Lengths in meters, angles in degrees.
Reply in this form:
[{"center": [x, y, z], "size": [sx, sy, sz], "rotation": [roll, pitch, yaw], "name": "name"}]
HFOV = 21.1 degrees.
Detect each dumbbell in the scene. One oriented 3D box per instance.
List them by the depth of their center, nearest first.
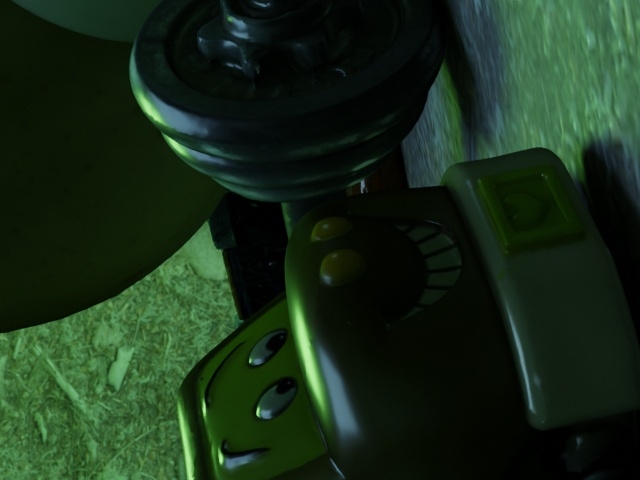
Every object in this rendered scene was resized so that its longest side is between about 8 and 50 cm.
[{"center": [0.000, 0.000, 1.036], "size": [0.179, 0.179, 0.406], "rotation": [-106, 4, -50], "name": "dumbbell"}]

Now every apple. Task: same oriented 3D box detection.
[{"center": [-0.295, -0.142, 1.379], "size": [0.473, 0.474, 0.473], "rotation": [168, 90, -87], "name": "apple"}]

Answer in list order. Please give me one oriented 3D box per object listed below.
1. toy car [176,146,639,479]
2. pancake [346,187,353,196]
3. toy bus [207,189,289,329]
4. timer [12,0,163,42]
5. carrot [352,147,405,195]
[{"center": [0.029, 0.097, 0.683], "size": [0.204, 0.198, 0.247], "rotation": [-105, 5, -53], "name": "toy car"}, {"center": [0.001, -0.182, 1.397], "size": [0.257, 0.056, 0.212], "rotation": [-107, 3, -54], "name": "pancake"}, {"center": [-0.030, -0.026, 1.670], "size": [0.194, 0.162, 0.323], "rotation": [-103, 1, -55], "name": "toy bus"}, {"center": [-0.089, -0.311, 1.082], "size": [0.315, 0.291, 0.290], "rotation": [143, 117, -65], "name": "timer"}, {"center": [0.048, -0.014, 1.324], "size": [0.055, 0.055, 0.161], "rotation": [-112, 18, -73], "name": "carrot"}]
